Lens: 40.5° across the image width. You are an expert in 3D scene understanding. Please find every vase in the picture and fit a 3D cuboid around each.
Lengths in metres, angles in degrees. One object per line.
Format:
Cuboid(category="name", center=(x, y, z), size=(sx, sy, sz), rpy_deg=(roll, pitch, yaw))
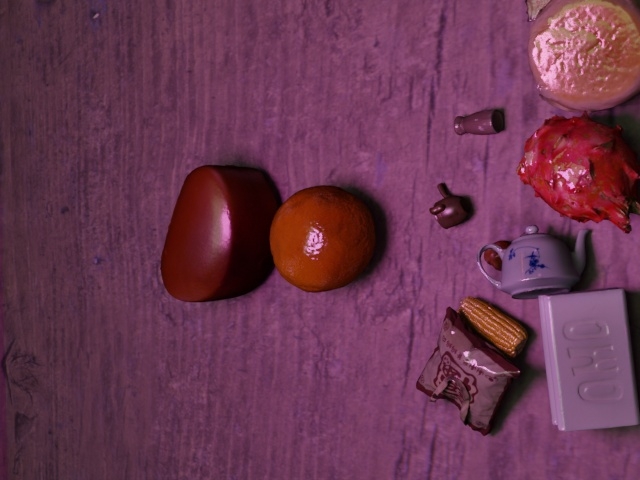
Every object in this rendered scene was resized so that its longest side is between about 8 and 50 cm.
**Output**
Cuboid(category="vase", center=(0.341, -0.253, 1.880), size=(0.101, 0.053, 0.053), rpy_deg=(-1, 93, 43))

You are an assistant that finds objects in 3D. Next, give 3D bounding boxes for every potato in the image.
Cuboid(category="potato", center=(0.480, -0.482, 1.747), size=(0.122, 0.061, 0.086), rpy_deg=(-6, 90, 36))

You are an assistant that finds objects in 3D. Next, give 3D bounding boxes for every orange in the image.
Cuboid(category="orange", center=(0.000, 0.000, 2.049), size=(0.264, 0.264, 0.264), rpy_deg=(3, 95, 38))

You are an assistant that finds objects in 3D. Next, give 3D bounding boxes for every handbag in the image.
Cuboid(category="handbag", center=(0.317, 0.292, 1.879), size=(0.213, 0.127, 0.235), rpy_deg=(38, 131, 27))

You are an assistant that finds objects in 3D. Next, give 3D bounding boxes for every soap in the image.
Cuboid(category="soap", center=(0.526, 0.231, 1.701), size=(0.160, 0.087, 0.265), rpy_deg=(-6, 89, 4))

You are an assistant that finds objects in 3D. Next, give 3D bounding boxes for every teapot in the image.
Cuboid(category="teapot", center=(0.281, -0.086, 1.927), size=(0.080, 0.085, 0.110), rpy_deg=(-26, 58, 35))
Cuboid(category="teapot", center=(0.436, 0.039, 1.767), size=(0.232, 0.159, 0.159), rpy_deg=(-7, 88, 10))

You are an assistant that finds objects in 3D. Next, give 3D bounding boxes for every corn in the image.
Cuboid(category="corn", center=(0.370, 0.185, 1.878), size=(0.165, 0.063, 0.085), rpy_deg=(38, 145, 30))

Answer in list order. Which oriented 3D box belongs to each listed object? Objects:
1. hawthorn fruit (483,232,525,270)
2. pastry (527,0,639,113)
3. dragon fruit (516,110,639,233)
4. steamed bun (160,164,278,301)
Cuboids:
Cuboid(category="hawthorn fruit", center=(0.398, 0.017, 1.850), size=(0.103, 0.067, 0.067), rpy_deg=(-51, 63, 16))
Cuboid(category="pastry", center=(0.518, -0.370, 1.650), size=(0.265, 0.133, 0.265), rpy_deg=(12, 118, 23))
Cuboid(category="dragon fruit", center=(0.510, -0.128, 1.658), size=(0.210, 0.205, 0.268), rpy_deg=(-50, 61, 21))
Cuboid(category="steamed bun", center=(-0.250, -0.002, 2.251), size=(0.248, 0.235, 0.379), rpy_deg=(35, 114, 32))
